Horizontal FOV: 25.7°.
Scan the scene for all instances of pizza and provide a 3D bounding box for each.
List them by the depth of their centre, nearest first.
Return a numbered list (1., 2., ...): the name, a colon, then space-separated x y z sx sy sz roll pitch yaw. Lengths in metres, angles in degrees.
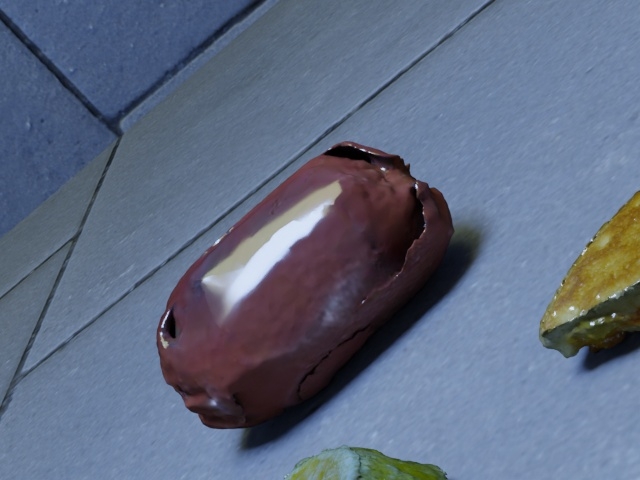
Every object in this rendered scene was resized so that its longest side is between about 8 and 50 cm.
1. pizza: 0.214 0.016 0.892 0.175 0.046 0.134 -45 17 -3

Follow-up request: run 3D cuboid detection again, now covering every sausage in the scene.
1. sausage: -0.017 0.039 1.178 0.279 0.152 0.152 -44 18 4

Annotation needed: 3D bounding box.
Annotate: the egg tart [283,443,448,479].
1. egg tart: 0.000 0.200 0.887 0.197 0.078 0.197 -40 16 14
